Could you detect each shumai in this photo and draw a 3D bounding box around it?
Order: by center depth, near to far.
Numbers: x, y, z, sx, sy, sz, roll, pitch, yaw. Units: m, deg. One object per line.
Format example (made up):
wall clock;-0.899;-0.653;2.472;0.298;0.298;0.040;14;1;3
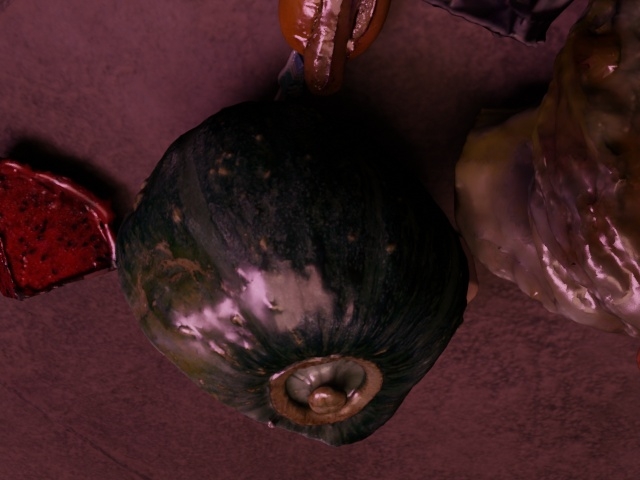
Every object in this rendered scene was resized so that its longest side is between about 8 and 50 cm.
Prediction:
shumai;0.248;-0.038;0.725;0.304;0.309;0.263;44;154;-12

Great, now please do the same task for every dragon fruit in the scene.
dragon fruit;-0.288;-0.021;0.944;0.127;0.121;0.161;12;119;57

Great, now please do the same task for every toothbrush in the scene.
toothbrush;-0.070;-0.069;0.894;0.030;0.030;0.304;22;135;-11

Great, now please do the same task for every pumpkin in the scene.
pumpkin;0.000;0.000;0.771;0.293;0.263;0.197;27;124;-29

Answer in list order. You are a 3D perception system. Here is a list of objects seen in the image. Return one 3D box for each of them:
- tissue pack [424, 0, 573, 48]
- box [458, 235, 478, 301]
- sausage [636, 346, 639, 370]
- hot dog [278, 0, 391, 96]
tissue pack;0.070;-0.296;0.594;0.332;0.123;0.245;21;134;-11
box;0.106;0.046;0.929;0.062;0.089;0.122;16;133;-21
sausage;0.459;0.082;0.881;0.121;0.121;0.304;37;129;-23
hot dog;0.009;-0.188;0.742;0.090;0.060;0.140;21;130;-9
